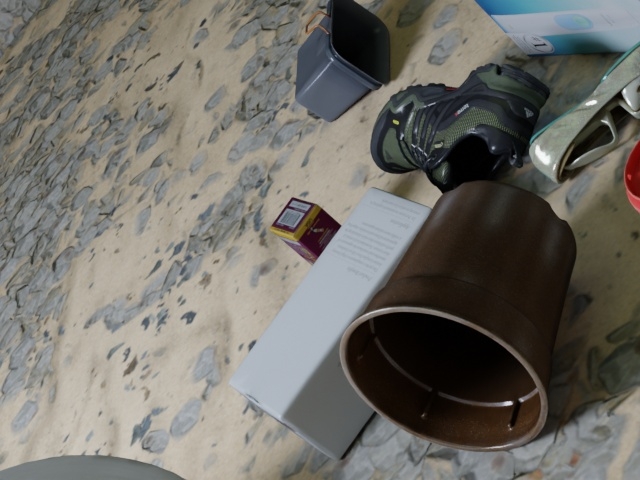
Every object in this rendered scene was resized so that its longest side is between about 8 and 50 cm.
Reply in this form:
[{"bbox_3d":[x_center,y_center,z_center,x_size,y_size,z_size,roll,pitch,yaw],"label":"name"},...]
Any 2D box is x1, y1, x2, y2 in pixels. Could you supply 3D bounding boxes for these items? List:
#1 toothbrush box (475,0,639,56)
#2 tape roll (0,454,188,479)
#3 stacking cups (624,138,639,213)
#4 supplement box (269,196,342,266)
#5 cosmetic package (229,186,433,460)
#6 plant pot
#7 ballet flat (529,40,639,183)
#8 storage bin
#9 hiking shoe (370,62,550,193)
[{"bbox_3d":[0.246,-0.279,1.333,0.295,0.216,0.126,7,61,56],"label":"toothbrush box"},{"bbox_3d":[-0.200,0.303,1.203,0.286,0.100,0.286,2,35,-1],"label":"tape roll"},{"bbox_3d":[0.274,0.042,0.798,0.096,0.316,0.096,-36,29,24],"label":"stacking cups"},{"bbox_3d":[0.000,0.000,1.476,0.043,0.083,0.055,-54,29,-10],"label":"supplement box"},{"bbox_3d":[0.032,0.071,1.348,0.231,0.085,0.117,-54,28,-5],"label":"cosmetic package"},{"bbox_3d":[0.121,0.050,1.179,0.167,0.167,0.165,-19,34,43],"label":"plant pot"},{"bbox_3d":[0.257,-0.112,1.302,0.168,0.057,0.052,-43,57,19],"label":"ballet flat"},{"bbox_3d":[0.014,-0.207,1.710,0.091,0.098,0.135,-44,27,31],"label":"storage bin"},{"bbox_3d":[0.115,-0.090,1.421,0.227,0.086,0.114,-21,44,53],"label":"hiking shoe"}]
